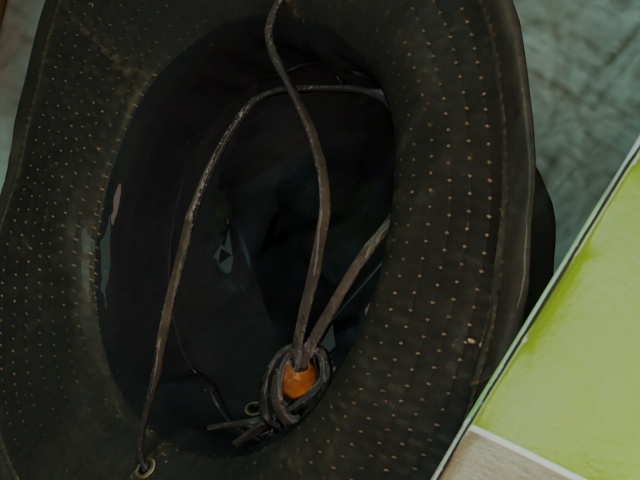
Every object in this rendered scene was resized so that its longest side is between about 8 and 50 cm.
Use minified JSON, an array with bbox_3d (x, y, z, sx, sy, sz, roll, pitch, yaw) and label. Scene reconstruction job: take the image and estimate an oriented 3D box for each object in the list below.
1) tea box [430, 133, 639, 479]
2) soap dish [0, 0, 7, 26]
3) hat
[{"bbox_3d":[0.258,0.074,0.657,0.329,0.220,0.323,27,71,24],"label":"tea box"},{"bbox_3d":[-0.244,-0.204,0.984,0.229,0.118,0.291,1,63,14],"label":"soap dish"},{"bbox_3d":[0.000,0.000,0.788,0.331,0.134,0.331,-10,76,48],"label":"hat"}]
